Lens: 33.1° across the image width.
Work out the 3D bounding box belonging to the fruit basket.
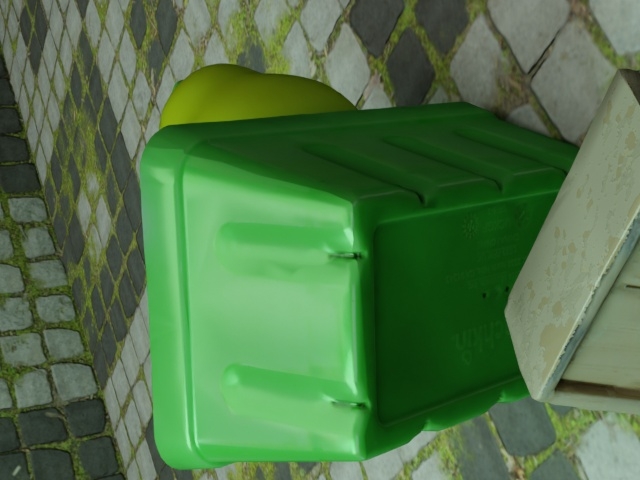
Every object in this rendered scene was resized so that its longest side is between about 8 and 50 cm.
[{"bbox_3d":[0.000,0.000,0.859,0.392,0.392,0.283,15,109,60],"label":"fruit basket"}]

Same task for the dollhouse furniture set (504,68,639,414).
[{"bbox_3d":[0.254,0.123,0.411,0.394,0.256,0.362,-98,20,-50],"label":"dollhouse furniture set"}]
